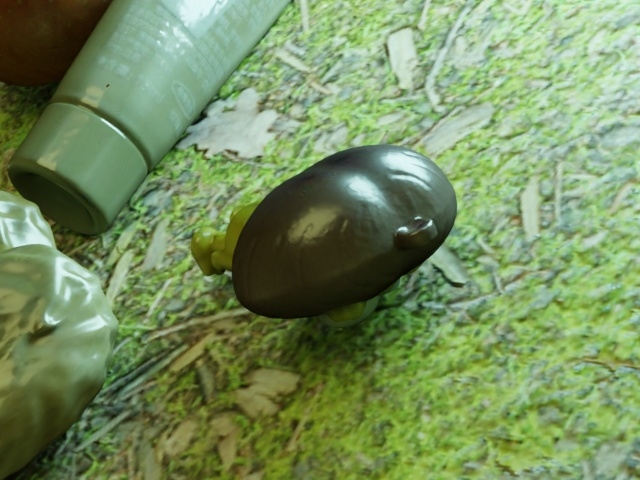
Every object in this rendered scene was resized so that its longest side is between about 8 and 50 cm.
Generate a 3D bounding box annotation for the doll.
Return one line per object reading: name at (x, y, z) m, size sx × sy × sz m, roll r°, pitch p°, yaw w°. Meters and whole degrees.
doll at (0.006, -0.004, 1.071) m, size 0.145 × 0.096 × 0.188 m, roll -23°, pitch 11°, yaw -12°

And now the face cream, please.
face cream at (-0.098, -0.158, 1.283) m, size 0.341 × 0.137 × 0.084 m, roll -58°, pitch 19°, yaw -23°

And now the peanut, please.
peanut at (-0.235, 0.062, 1.135) m, size 0.197 × 0.110 × 0.233 m, roll -40°, pitch 39°, yaw -3°

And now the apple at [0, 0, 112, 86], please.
apple at (-0.203, -0.206, 1.362) m, size 0.201 × 0.162 × 0.201 m, roll -14°, pitch 26°, yaw 7°
